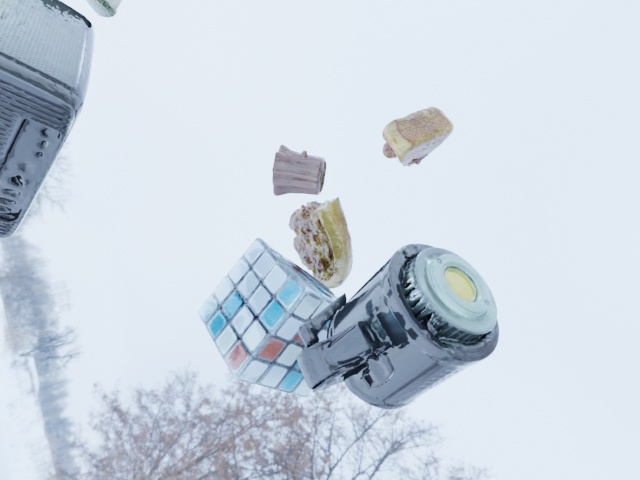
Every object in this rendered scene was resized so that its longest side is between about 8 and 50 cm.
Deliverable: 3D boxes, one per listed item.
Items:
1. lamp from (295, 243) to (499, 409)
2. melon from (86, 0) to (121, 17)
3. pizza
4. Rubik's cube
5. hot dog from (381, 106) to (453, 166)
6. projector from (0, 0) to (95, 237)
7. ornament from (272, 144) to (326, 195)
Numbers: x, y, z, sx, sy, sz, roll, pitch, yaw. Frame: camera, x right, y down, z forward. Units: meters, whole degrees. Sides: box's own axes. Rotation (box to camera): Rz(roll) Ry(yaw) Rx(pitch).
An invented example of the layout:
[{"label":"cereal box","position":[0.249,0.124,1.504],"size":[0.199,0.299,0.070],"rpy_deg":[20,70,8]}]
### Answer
[{"label":"lamp","position":[0.156,0.139,0.688],"size":[0.272,0.374,0.205],"rpy_deg":[-41,-116,25]},{"label":"melon","position":[-0.538,-0.618,1.016],"size":[0.140,0.093,0.202],"rpy_deg":[56,-10,5]},{"label":"pizza","position":[0.000,0.000,1.239],"size":[0.278,0.114,0.409],"rpy_deg":[55,-26,22]},{"label":"Rubik's cube","position":[-0.102,0.192,1.032],"size":[0.256,0.253,0.259],"rpy_deg":[-52,-133,0]},{"label":"hot dog","position":[0.311,-0.342,1.394],"size":[0.150,0.256,0.153],"rpy_deg":[57,-28,12]},{"label":"projector","position":[-0.650,-0.279,0.827],"size":[0.395,0.242,0.405],"rpy_deg":[-43,-133,24]},{"label":"ornament","position":[-0.094,-0.308,1.920],"size":[0.217,0.221,0.235],"rpy_deg":[10,-86,8]}]
